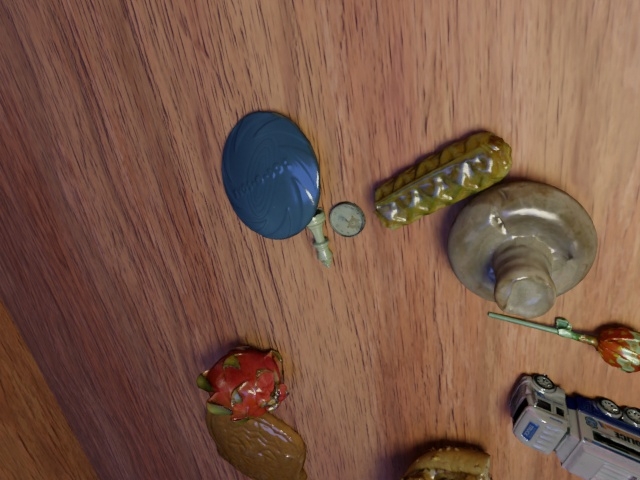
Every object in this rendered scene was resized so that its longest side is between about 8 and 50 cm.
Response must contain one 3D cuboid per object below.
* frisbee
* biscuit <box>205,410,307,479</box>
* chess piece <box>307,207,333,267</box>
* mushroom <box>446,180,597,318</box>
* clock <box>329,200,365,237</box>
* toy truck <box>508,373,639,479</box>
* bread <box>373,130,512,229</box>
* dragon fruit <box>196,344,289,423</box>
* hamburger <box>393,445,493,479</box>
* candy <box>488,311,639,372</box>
[{"bbox_3d":[-0.127,-0.137,0.920,0.289,0.049,0.289,12,112,32],"label":"frisbee"},{"bbox_3d":[-0.231,0.722,1.442,0.385,0.062,0.365,8,119,22],"label":"biscuit"},{"bbox_3d":[0.000,0.000,0.969,0.059,0.059,0.149,-3,121,27],"label":"chess piece"},{"bbox_3d":[0.341,0.026,0.711,0.243,0.243,0.243,11,119,20],"label":"mushroom"},{"bbox_3d":[0.060,-0.047,0.933,0.085,0.017,0.085,11,119,21],"label":"clock"},{"bbox_3d":[0.539,0.404,0.852,0.268,0.155,0.124,19,122,16],"label":"toy truck"},{"bbox_3d":[0.224,-0.111,0.779,0.269,0.098,0.087,-27,131,33],"label":"bread"},{"bbox_3d":[-0.216,0.413,1.186,0.227,0.224,0.224,-24,103,40],"label":"dragon fruit"},{"bbox_3d":[0.297,0.709,1.056,0.287,0.268,0.445,7,122,20],"label":"hamburger"},{"bbox_3d":[0.489,0.188,0.829,0.287,0.078,0.084,11,140,31],"label":"candy"}]
